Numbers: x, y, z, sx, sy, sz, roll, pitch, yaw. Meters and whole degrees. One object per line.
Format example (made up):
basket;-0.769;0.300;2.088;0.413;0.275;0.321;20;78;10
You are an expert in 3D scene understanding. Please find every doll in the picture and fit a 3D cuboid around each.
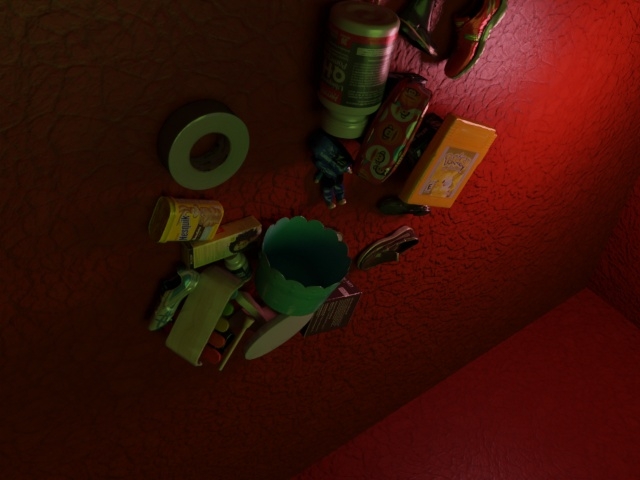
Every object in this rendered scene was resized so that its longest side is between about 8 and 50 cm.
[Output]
doll;0.043;-0.191;1.935;0.129;0.046;0.189;-21;134;-13

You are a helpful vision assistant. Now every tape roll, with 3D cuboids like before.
tape roll;-0.288;-0.235;1.551;0.219;0.072;0.219;-26;141;-23

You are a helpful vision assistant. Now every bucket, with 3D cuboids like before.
bucket;-0.065;0.082;1.912;0.281;0.281;0.183;-15;149;-34

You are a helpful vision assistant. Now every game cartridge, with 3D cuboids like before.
game cartridge;0.433;-0.257;2.105;0.285;0.052;0.323;1;128;-46

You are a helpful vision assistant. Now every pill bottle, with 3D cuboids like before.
pill bottle;0.086;-0.432;1.616;0.176;0.176;0.318;-18;137;-31
pill bottle;-0.252;0.072;1.904;0.067;0.067;0.120;-36;144;-10

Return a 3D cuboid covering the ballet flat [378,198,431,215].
ballet flat;0.302;-0.127;2.250;0.250;0.058;0.084;1;161;-38

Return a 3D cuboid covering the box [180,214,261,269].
box;-0.284;0.004;1.812;0.232;0.058;0.087;-21;139;-27

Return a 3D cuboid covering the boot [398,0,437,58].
boot;0.298;-0.603;1.738;0.198;0.077;0.137;20;107;-53

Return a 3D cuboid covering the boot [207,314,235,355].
boot;-0.304;0.243;1.951;0.083;0.161;0.246;7;121;-48

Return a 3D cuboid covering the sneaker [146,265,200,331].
sneaker;-0.442;0.166;1.821;0.086;0.085;0.237;31;109;-27

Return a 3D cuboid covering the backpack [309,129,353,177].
backpack;0.021;-0.247;1.796;0.101;0.098;0.120;-46;119;3

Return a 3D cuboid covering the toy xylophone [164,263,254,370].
toy xylophone;-0.329;0.247;1.871;0.322;0.236;0.081;-54;170;12

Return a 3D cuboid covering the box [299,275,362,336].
box;-0.001;0.208;2.199;0.203;0.168;0.167;-9;132;-39

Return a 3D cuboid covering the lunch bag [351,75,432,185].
lunch bag;0.205;-0.310;1.761;0.293;0.120;0.258;-60;179;23

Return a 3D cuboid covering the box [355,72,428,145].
box;0.209;-0.392;1.882;0.175;0.051;0.220;-9;132;-38

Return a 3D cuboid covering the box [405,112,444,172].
box;0.359;-0.308;2.092;0.147;0.077;0.180;-38;145;-7

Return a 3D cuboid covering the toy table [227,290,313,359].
toy table;-0.171;0.246;2.054;0.274;0.161;0.252;-36;155;2

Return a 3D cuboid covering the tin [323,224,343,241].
tin;0.000;0.000;2.102;0.190;0.040;0.106;7;126;-47

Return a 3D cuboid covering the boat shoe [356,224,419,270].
boat shoe;0.255;0.040;2.335;0.257;0.095;0.095;-35;144;-11

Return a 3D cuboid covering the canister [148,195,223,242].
canister;-0.355;-0.055;1.672;0.170;0.073;0.126;-1;128;-45

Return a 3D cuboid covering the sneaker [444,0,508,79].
sneaker;0.429;-0.615;1.850;0.118;0.107;0.279;15;114;-30

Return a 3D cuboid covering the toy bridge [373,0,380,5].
toy bridge;0.155;-0.573;1.665;0.063;0.026;0.188;-31;143;-15
